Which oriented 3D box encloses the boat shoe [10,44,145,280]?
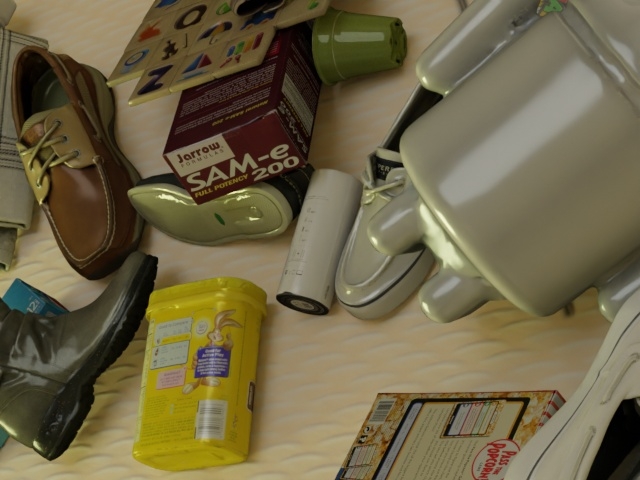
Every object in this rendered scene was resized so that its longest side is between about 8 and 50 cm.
[{"bbox_3d":[-0.293,-0.096,1.636,0.123,0.120,0.324,-37,48,16],"label":"boat shoe"}]

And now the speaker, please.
[{"bbox_3d":[0.000,0.000,1.402,0.055,0.055,0.136,0,66,37],"label":"speaker"}]

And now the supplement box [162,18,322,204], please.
[{"bbox_3d":[-0.071,-0.150,1.471,0.130,0.073,0.239,-20,33,22],"label":"supplement box"}]

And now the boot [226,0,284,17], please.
[{"bbox_3d":[-0.044,-0.273,1.489,0.118,0.042,0.087,-27,38,16],"label":"boot"}]

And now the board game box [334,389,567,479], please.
[{"bbox_3d":[0.099,0.192,1.177,0.194,0.045,0.146,-6,43,45],"label":"board game box"}]

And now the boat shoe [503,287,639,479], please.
[{"bbox_3d":[0.244,0.128,1.087,0.258,0.095,0.084,-52,29,-17],"label":"boat shoe"}]

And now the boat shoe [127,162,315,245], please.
[{"bbox_3d":[-0.104,-0.047,1.505,0.233,0.084,0.079,-1,41,41],"label":"boat shoe"}]

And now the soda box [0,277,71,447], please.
[{"bbox_3d":[-0.353,0.151,1.577,0.071,0.067,0.210,33,87,44],"label":"soda box"}]

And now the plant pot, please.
[{"bbox_3d":[0.044,-0.201,1.477,0.079,0.083,0.083,0,65,23],"label":"plant pot"}]

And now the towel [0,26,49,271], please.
[{"bbox_3d":[-0.484,-0.136,1.692,0.056,0.312,0.324,140,138,-58],"label":"towel"}]

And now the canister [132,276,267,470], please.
[{"bbox_3d":[-0.119,0.132,1.406,0.126,0.073,0.169,-12,60,32],"label":"canister"}]

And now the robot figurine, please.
[{"bbox_3d":[0.207,-0.077,1.188,0.353,0.200,0.300,-38,85,13],"label":"robot figurine"}]

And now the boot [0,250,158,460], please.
[{"bbox_3d":[-0.287,0.091,1.496,0.161,0.083,0.246,30,85,5],"label":"boot"}]

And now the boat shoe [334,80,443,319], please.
[{"bbox_3d":[0.081,-0.056,1.349,0.096,0.088,0.267,29,84,43],"label":"boat shoe"}]

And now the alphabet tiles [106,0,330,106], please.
[{"bbox_3d":[-0.085,-0.273,1.574,0.285,0.011,0.342,-14,37,31],"label":"alphabet tiles"}]

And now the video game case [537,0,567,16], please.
[{"bbox_3d":[0.219,-0.213,1.385,0.119,0.015,0.166,-45,47,7],"label":"video game case"}]

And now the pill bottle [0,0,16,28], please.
[{"bbox_3d":[-0.491,-0.220,1.847,0.136,0.136,0.245,17,77,42],"label":"pill bottle"}]
